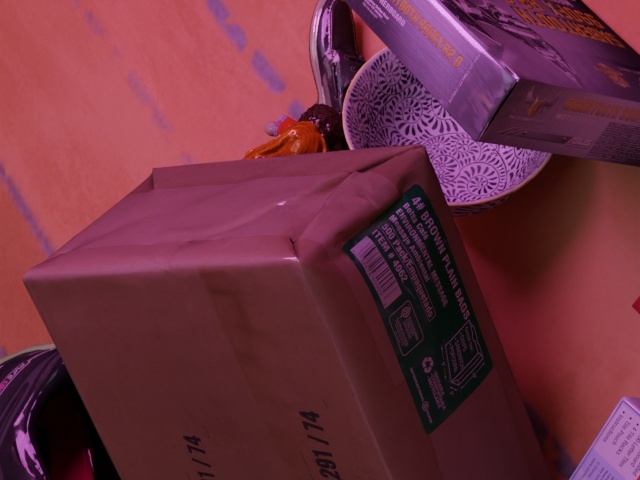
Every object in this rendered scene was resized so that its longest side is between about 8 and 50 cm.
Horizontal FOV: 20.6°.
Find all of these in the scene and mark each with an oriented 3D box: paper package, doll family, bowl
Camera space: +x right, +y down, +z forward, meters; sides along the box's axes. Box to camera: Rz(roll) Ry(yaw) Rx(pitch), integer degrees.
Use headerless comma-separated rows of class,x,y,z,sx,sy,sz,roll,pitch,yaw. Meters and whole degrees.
paper package,-0.019,0.111,1.336,0.309,0.168,0.324,-4,118,40
doll family,0.000,0.000,1.426,0.263,0.118,0.163,54,135,24
bowl,0.103,-0.076,1.387,0.170,0.080,0.170,-2,56,2

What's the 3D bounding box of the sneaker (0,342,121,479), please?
sneaker,-0.222,0.312,1.579,0.202,0.185,0.482,-31,65,40

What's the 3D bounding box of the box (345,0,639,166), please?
box,0.146,-0.135,1.272,0.183,0.231,0.056,51,120,35

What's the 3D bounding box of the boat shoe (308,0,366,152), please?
boat shoe,0.024,-0.136,1.508,0.049,0.056,0.152,-3,92,37

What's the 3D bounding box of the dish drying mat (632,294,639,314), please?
dish drying mat,0.263,0.027,1.295,0.032,0.008,0.083,50,117,35

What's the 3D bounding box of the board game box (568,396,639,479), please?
board game box,0.251,0.329,1.224,0.318,0.066,0.318,44,113,37
